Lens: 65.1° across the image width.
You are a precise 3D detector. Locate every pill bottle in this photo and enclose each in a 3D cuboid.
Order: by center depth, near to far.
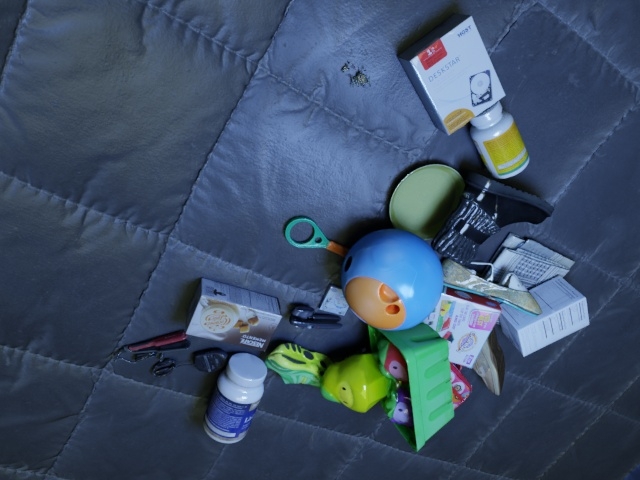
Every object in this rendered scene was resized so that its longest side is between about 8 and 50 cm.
[{"bbox_3d":[0.483,-0.282,1.375,0.117,0.118,0.208,-35,120,6],"label":"pill bottle"},{"bbox_3d":[-0.269,0.498,1.594,0.153,0.153,0.265,13,114,-20],"label":"pill bottle"}]

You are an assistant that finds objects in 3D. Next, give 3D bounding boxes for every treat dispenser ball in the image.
[{"bbox_3d":[0.201,0.110,1.420,0.288,0.288,0.288,-6,119,-11],"label":"treat dispenser ball"}]

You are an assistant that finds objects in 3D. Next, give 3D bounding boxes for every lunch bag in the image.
[{"bbox_3d":[0.398,0.496,1.784,0.258,0.120,0.293,-42,119,5],"label":"lunch bag"}]

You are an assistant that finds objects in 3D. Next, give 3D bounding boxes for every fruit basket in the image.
[{"bbox_3d":[0.193,0.439,1.537,0.392,0.283,0.392,-7,110,-20],"label":"fruit basket"}]

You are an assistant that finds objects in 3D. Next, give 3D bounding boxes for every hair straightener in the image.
[{"bbox_3d":[-0.503,0.340,1.511,0.230,0.047,0.089,-15,120,-5],"label":"hair straightener"}]

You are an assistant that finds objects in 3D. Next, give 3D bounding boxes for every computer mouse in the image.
[{"bbox_3d":[-0.407,0.383,1.570,0.242,0.041,0.071,-9,111,-1],"label":"computer mouse"}]

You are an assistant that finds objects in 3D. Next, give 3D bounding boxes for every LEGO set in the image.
[{"bbox_3d":[0.093,-0.415,1.266,0.054,0.023,0.083,-37,107,5],"label":"LEGO set"}]

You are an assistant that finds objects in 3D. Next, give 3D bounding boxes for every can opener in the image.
[{"bbox_3d":[-0.013,0.253,1.575,0.186,0.059,0.073,16,144,-25],"label":"can opener"}]

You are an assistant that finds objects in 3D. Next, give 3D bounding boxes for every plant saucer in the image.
[{"bbox_3d":[0.311,-0.114,1.471,0.240,0.037,0.241,-6,119,-11],"label":"plant saucer"}]

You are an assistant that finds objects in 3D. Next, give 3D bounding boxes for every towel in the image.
[{"bbox_3d":[0.671,0.153,1.694,0.312,0.056,0.324,19,111,-22],"label":"towel"}]

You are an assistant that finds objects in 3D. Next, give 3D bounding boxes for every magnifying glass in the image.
[{"bbox_3d":[0.000,0.000,1.466,0.231,0.026,0.092,26,109,-23],"label":"magnifying glass"}]

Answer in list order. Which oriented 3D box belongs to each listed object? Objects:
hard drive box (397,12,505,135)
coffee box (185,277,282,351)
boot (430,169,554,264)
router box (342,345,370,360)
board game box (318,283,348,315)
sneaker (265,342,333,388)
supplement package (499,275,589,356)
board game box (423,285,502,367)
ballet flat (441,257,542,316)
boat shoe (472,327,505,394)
[{"bbox_3d":[0.336,-0.421,1.281,0.181,0.089,0.232,-36,120,6],"label":"hard drive box"},{"bbox_3d":[-0.256,0.221,1.477,0.246,0.098,0.141,19,112,-22],"label":"coffee box"},{"bbox_3d":[0.502,-0.041,1.477,0.347,0.131,0.260,15,105,-25],"label":"boot"},{"bbox_3d":[0.144,0.432,1.726,0.092,0.038,0.122,-31,120,3],"label":"router box"},{"bbox_3d":[0.053,0.187,1.581,0.090,0.020,0.090,17,114,-21],"label":"board game box"},{"bbox_3d":[-0.058,0.420,1.649,0.123,0.109,0.295,-28,130,35],"label":"sneaker"},{"bbox_3d":[0.738,0.250,1.667,0.244,0.139,0.134,-26,123,1],"label":"supplement package"},{"bbox_3d":[0.387,0.265,1.630,0.316,0.064,0.242,17,114,-4],"label":"board game box"},{"bbox_3d":[0.543,0.134,1.572,0.348,0.123,0.123,19,114,4],"label":"ballet flat"},{"bbox_3d":[0.583,0.414,1.793,0.110,0.122,0.341,-4,122,33],"label":"boat shoe"}]
